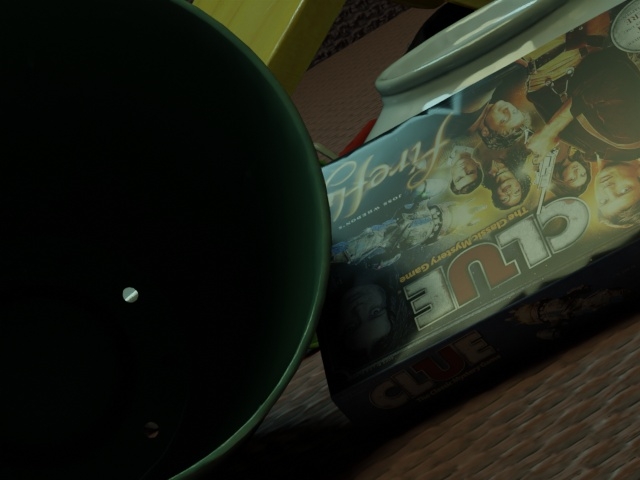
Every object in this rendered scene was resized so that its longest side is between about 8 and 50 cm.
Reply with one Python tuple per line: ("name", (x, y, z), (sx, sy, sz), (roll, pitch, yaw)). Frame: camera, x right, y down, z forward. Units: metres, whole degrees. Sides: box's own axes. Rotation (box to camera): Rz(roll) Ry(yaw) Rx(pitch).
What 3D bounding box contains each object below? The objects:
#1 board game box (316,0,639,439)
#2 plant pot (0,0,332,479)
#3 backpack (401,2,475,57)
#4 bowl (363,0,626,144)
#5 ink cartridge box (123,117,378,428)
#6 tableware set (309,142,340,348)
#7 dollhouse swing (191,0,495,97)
("board game box", (0.105, -0.020, 1.009), (0.243, 0.042, 0.165), (-29, 41, 13))
("plant pot", (-0.152, 0.035, 1.049), (0.293, 0.293, 0.235), (-33, -14, -18))
("backpack", (0.118, -0.140, 1.697), (0.084, 0.105, 0.114), (-52, -4, 31))
("bowl", (0.127, -0.074, 1.198), (0.297, 0.134, 0.298), (-29, 9, 5))
("ink cartridge box", (-0.056, -0.017, 1.478), (0.385, 0.091, 0.308), (-43, 12, -19))
("tableware set", (0.000, 0.000, 1.292), (0.154, 0.104, 0.024), (-50, -14, -32))
("dollhouse swing", (0.050, -0.155, 1.529), (0.347, 0.315, 0.305), (-154, 79, -70))
